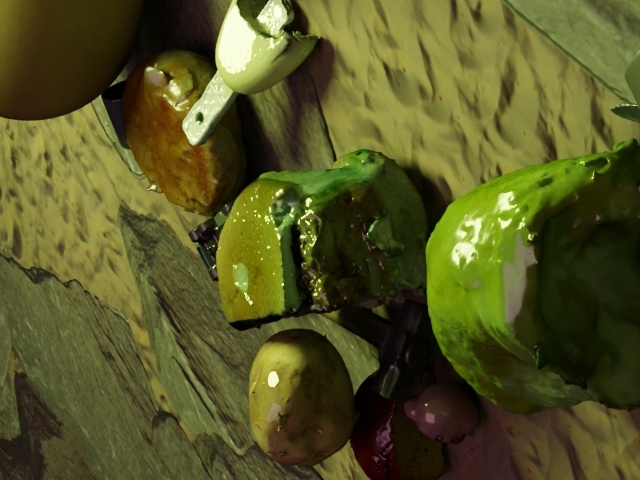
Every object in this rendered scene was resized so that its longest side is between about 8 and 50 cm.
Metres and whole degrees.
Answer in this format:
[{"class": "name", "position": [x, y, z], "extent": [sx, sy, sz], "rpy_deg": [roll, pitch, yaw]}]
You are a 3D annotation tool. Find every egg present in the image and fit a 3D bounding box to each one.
[{"class": "egg", "position": [-0.373, -0.328, 2.237], "extent": [0.301, 0.301, 0.374], "rpy_deg": [39, 141, 42]}]

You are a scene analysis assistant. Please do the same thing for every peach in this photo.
[{"class": "peach", "position": [0.085, 0.218, 2.067], "extent": [0.127, 0.092, 0.172], "rpy_deg": [49, 151, 36]}]

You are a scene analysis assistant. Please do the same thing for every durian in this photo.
[{"class": "durian", "position": [0.203, 0.053, 1.613], "extent": [0.256, 0.204, 0.339], "rpy_deg": [59, 152, -12]}]

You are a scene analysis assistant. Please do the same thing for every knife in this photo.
[{"class": "knife", "position": [0.303, -0.104, 1.516], "extent": [0.170, 0.010, 0.023], "rpy_deg": [17, 125, 58]}]

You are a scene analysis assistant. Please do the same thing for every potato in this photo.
[{"class": "potato", "position": [-0.017, 0.183, 2.030], "extent": [0.235, 0.128, 0.161], "rpy_deg": [81, -171, -71]}]

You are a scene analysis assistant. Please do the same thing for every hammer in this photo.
[{"class": "hammer", "position": [0.024, 0.086, 2.104], "extent": [0.365, 0.043, 0.111], "rpy_deg": [28, 98, 59]}]

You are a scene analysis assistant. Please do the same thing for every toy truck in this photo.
[{"class": "toy truck", "position": [-0.099, -0.006, 2.229], "extent": [0.074, 0.088, 0.201], "rpy_deg": [63, 149, 6]}]

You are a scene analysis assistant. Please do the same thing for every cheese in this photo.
[{"class": "cheese", "position": [-0.095, -0.195, 2.053], "extent": [0.235, 0.050, 0.127], "rpy_deg": [-53, 55, 36]}]

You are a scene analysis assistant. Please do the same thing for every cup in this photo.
[{"class": "cup", "position": [-0.236, -0.171, 2.375], "extent": [0.100, 0.078, 0.077], "rpy_deg": [-2, 118, 29]}]

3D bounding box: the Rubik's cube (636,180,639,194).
[{"class": "Rubik's cube", "position": [0.330, -0.025, 1.438], "extent": [0.092, 0.092, 0.092], "rpy_deg": [-11, 101, 62]}]

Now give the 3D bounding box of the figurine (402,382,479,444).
[{"class": "figurine", "position": [0.135, 0.192, 1.979], "extent": [0.071, 0.083, 0.067], "rpy_deg": [129, 155, -81]}]

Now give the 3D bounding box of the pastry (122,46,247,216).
[{"class": "pastry", "position": [-0.171, -0.136, 2.244], "extent": [0.229, 0.100, 0.218], "rpy_deg": [0, 114, 56]}]

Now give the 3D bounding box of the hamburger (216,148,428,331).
[{"class": "hamburger", "position": [0.000, 0.000, 1.949], "extent": [0.288, 0.167, 0.192], "rpy_deg": [167, 103, -65]}]

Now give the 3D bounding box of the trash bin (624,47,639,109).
[{"class": "trash bin", "position": [0.356, -0.066, 1.247], "extent": [0.250, 0.220, 0.219], "rpy_deg": [65, 152, 18]}]
